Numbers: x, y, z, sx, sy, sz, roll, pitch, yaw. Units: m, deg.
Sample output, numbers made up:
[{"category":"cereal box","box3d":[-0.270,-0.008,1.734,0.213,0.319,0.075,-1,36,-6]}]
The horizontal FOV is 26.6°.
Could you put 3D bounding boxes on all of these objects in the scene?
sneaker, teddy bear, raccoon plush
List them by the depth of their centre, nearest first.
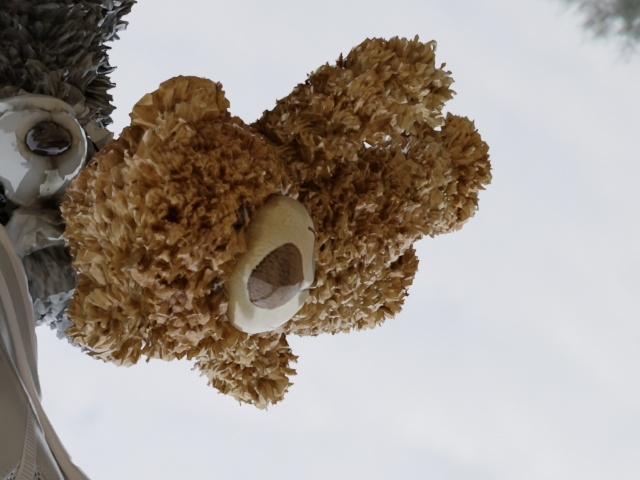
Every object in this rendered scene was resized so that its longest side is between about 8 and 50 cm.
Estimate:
[{"category":"sneaker","box3d":[-0.182,0.129,0.682,0.115,0.105,0.281,-44,-63,-70]},{"category":"teddy bear","box3d":[0.000,0.000,0.783,0.113,0.245,0.338,51,-174,21]},{"category":"raccoon plush","box3d":[-0.220,-0.045,0.964,0.216,0.446,0.299,-6,-100,-8]}]
